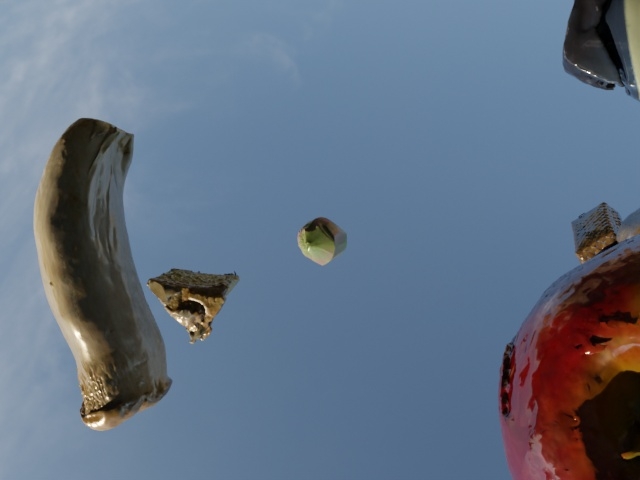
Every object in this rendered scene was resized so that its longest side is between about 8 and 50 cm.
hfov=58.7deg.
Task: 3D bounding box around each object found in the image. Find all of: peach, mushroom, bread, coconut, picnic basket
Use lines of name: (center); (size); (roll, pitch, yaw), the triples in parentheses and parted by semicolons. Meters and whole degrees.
peach: (0.370, 0.144, 0.511); (0.339, 0.416, 0.353); (-17, -113, 46)
mushroom: (-0.250, 0.039, 0.649); (0.122, 0.351, 0.095); (-9, -173, -25)
bread: (-0.245, 0.096, 1.100); (0.152, 0.147, 0.127); (37, -79, -4)
coconut: (0.000, 0.000, 1.023); (0.082, 0.083, 0.081); (19, -155, 33)
picnic basket: (0.611, -0.017, 1.261); (0.110, 0.055, 0.193); (-39, -174, 31)

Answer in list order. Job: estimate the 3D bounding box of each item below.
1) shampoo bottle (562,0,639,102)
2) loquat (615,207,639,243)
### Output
shampoo bottle: (0.418, -0.172, 0.523); (0.359, 0.078, 0.134); (13, -83, 27)
loquat: (0.580, 0.022, 0.921); (0.179, 0.179, 0.227); (-9, -168, 10)
